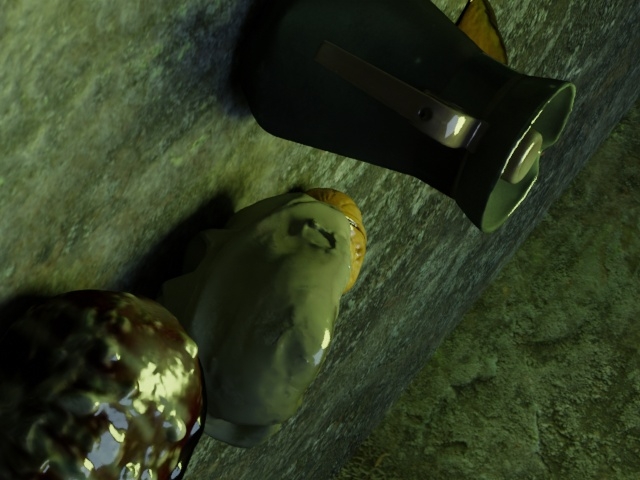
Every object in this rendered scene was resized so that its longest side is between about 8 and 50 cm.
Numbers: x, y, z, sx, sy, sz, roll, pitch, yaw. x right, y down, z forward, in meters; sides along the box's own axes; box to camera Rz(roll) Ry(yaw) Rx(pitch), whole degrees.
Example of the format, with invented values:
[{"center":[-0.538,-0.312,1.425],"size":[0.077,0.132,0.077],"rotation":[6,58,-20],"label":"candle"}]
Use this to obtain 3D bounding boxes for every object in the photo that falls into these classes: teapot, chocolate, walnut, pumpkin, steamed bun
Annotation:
[{"center":[0.093,-0.178,1.409],"size":[0.253,0.344,0.300],"rotation":[-63,162,12],"label":"teapot"},{"center":[-0.275,0.196,1.289],"size":[0.340,0.225,0.210],"rotation":[-57,155,-15],"label":"chocolate"},{"center":[0.000,0.000,1.809],"size":[0.144,0.144,0.180],"rotation":[-49,157,-25],"label":"walnut"},{"center":[0.264,-0.270,2.034],"size":[0.254,0.149,0.130],"rotation":[-60,154,5],"label":"pumpkin"},{"center":[-0.102,0.087,1.575],"size":[0.309,0.220,0.324],"rotation":[123,-14,-53],"label":"steamed bun"}]
